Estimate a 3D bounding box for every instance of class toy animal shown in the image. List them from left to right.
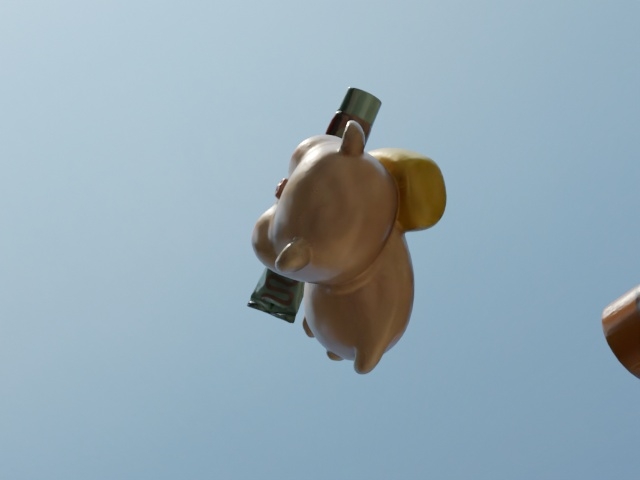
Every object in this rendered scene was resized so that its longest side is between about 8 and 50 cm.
[{"bbox_3d":[0.000,0.000,0.482,0.091,0.082,0.114,14,-89,38],"label":"toy animal"}]

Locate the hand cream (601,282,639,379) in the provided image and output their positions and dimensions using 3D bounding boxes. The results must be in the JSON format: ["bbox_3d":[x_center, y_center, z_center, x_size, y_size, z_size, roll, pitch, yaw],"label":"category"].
[{"bbox_3d":[0.392,0.019,0.861,0.140,0.314,0.089,41,-144,-4],"label":"hand cream"}]

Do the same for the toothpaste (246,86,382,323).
[{"bbox_3d":[-0.003,-0.031,0.849,0.056,0.036,0.205,17,-100,43],"label":"toothpaste"}]
